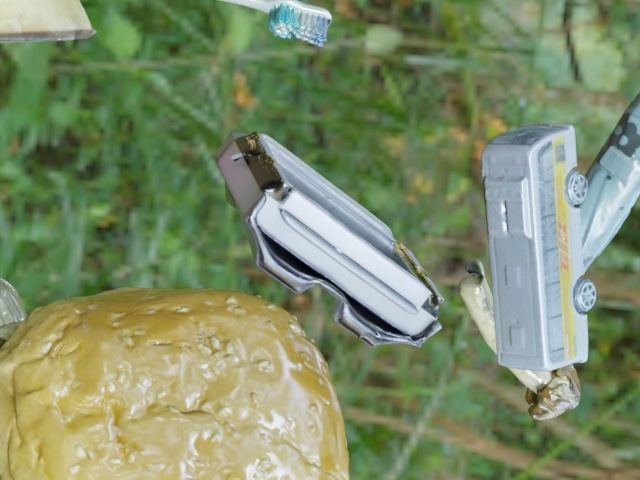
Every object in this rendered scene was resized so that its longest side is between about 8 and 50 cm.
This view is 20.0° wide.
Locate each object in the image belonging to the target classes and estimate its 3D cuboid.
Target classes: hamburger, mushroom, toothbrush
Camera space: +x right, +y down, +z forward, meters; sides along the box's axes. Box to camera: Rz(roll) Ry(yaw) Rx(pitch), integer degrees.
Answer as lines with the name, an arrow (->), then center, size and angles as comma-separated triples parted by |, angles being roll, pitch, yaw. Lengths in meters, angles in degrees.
hamburger -> -0.120, 0.150, 1.363 | 0.144, 0.283, 0.259 | 113, -33, -58
mushroom -> 0.185, 0.099, 1.728 | 0.187, 0.060, 0.061 | 50, 15, -22
toothbrush -> -0.192, -0.258, 1.775 | 0.042, 0.418, 0.040 | 113, -12, -50

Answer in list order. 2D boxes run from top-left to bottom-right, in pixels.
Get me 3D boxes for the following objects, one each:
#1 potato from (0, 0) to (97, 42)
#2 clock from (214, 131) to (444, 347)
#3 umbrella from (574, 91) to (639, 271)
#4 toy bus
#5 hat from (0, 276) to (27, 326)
potato -> -0.311, -0.189, 1.284 | 0.299, 0.239, 0.116 | -5, 94, -37
clock -> 0.000, 0.000, 1.833 | 0.083, 0.253, 0.186 | -49, -156, 9
umbrella -> 0.265, -0.077, 1.514 | 0.250, 0.052, 0.053 | -57, 170, 11
toy bus -> 0.168, 0.006, 1.427 | 0.075, 0.064, 0.190 | -16, 104, -44
hat -> -0.283, 0.132, 1.672 | 0.144, 0.173, 0.166 | -52, -176, 16
